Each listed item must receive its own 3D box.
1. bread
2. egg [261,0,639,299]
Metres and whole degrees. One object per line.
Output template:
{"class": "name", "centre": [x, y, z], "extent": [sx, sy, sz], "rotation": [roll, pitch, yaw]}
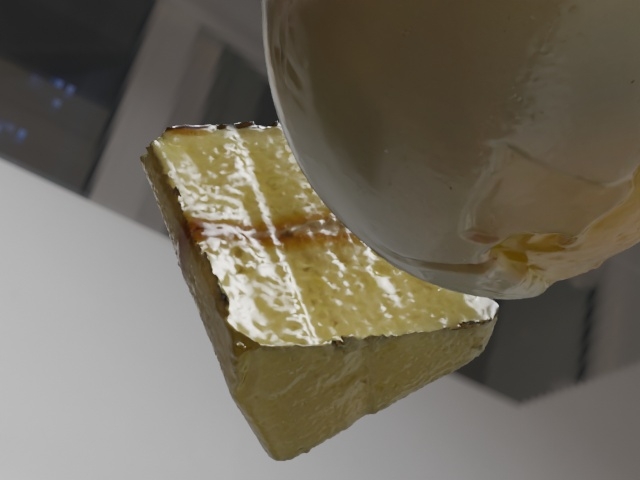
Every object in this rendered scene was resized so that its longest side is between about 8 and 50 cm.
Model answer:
{"class": "bread", "centre": [0.000, 0.000, 1.661], "extent": [0.236, 0.198, 0.263], "rotation": [-24, -125, 0]}
{"class": "egg", "centre": [0.106, -0.142, 1.104], "extent": [0.283, 0.283, 0.345], "rotation": [-81, 173, -48]}
